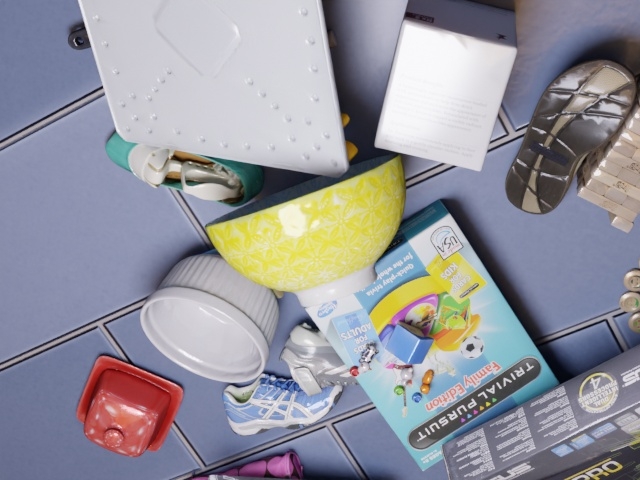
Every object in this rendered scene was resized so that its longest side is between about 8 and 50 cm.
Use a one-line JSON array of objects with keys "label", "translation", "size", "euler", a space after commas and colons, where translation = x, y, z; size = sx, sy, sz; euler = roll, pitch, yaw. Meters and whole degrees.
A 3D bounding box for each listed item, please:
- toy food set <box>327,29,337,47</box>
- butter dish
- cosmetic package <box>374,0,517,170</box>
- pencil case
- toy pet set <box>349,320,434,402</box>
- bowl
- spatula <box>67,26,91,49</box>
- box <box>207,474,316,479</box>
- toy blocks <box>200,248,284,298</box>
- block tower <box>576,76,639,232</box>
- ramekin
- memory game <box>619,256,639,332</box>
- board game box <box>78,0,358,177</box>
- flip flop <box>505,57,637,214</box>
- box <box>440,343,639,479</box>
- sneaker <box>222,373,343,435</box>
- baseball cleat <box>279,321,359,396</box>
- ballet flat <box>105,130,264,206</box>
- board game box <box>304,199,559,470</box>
[{"label": "toy food set", "translation": [-0.021, -0.239, 1.602], "size": [0.104, 0.111, 0.232], "euler": [-18, 112, 18]}, {"label": "butter dish", "translation": [-0.331, 0.299, 1.938], "size": [0.160, 0.118, 0.160], "euler": [23, 120, -4]}, {"label": "cosmetic package", "translation": [0.168, -0.218, 1.561], "size": [0.151, 0.151, 0.184], "euler": [14, 120, 1]}, {"label": "pencil case", "translation": [-0.127, 0.421, 1.989], "size": [0.209, 0.098, 0.095], "euler": [-16, 70, 17]}, {"label": "toy pet set", "translation": [0.121, 0.182, 1.687], "size": [0.122, 0.065, 0.114], "euler": [23, 105, -14]}, {"label": "bowl", "translation": [0.000, 0.000, 1.608], "size": [0.289, 0.289, 0.156], "euler": [-18, 96, 18]}, {"label": "spatula", "translation": [-0.222, -0.318, 1.639], "size": [0.296, 0.030, 0.084], "euler": [-14, 118, 16]}, {"label": "box", "translation": [-0.055, 0.492, 1.942], "size": [0.307, 0.077, 0.242], "euler": [5, 136, -11]}, {"label": "toy blocks", "translation": [-0.102, 0.041, 1.799], "size": [0.148, 0.054, 0.123], "euler": [-16, 116, 19]}, {"label": "block tower", "translation": [0.465, -0.176, 1.571], "size": [0.097, 0.091, 0.335], "euler": [25, 118, -4]}, {"label": "ramekin", "translation": [-0.162, 0.114, 1.784], "size": [0.207, 0.109, 0.207], "euler": [16, 142, 12]}, {"label": "memory game", "translation": [0.542, 0.084, 1.743], "size": [0.186, 0.012, 0.186], "euler": [4, 118, 7]}, {"label": "board game box", "translation": [-0.149, -0.284, 1.513], "size": [0.389, 0.050, 0.390], "euler": [12, 130, 30]}, {"label": "flip flop", "translation": [0.344, -0.148, 1.617], "size": [0.112, 0.080, 0.277], "euler": [31, 136, 9]}, {"label": "box", "translation": [0.431, 0.307, 1.761], "size": [0.395, 0.097, 0.318], "euler": [-32, 137, 23]}, {"label": "sneaker", "translation": [-0.065, 0.259, 1.895], "size": [0.211, 0.080, 0.081], "euler": [-18, 117, 16]}, {"label": "baseball cleat", "translation": [0.033, 0.212, 1.844], "size": [0.205, 0.072, 0.109], "euler": [28, 88, -4]}, {"label": "ballet flat", "translation": [-0.207, -0.107, 1.717], "size": [0.247, 0.087, 0.083], "euler": [14, 120, 2]}, {"label": "board game box", "translation": [0.167, 0.148, 1.759], "size": [0.253, 0.079, 0.336], "euler": [-34, 109, 5]}]
